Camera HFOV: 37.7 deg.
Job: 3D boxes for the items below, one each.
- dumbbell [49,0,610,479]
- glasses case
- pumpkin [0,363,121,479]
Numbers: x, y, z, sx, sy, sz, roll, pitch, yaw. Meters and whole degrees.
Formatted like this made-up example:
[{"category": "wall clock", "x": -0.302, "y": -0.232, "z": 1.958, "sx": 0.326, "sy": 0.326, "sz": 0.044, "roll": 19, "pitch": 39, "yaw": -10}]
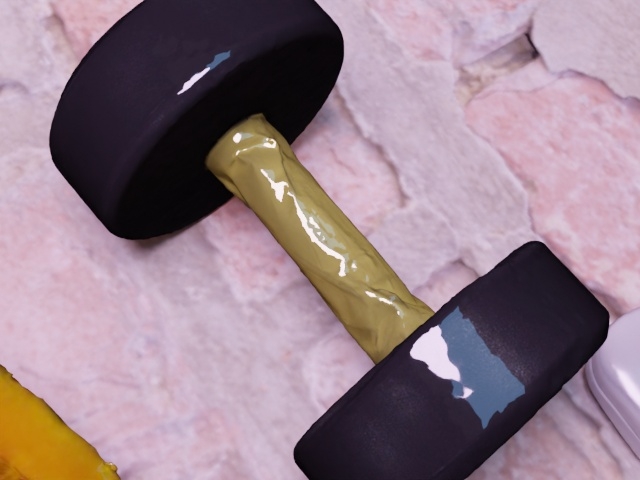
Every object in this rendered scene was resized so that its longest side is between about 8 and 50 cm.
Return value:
[{"category": "dumbbell", "x": 0.000, "y": 0.000, "z": 0.591, "sx": 0.203, "sy": 0.204, "sz": 0.322, "roll": -37, "pitch": 78, "yaw": -22}, {"category": "glasses case", "x": 0.281, "y": 0.150, "z": 0.653, "sx": 0.092, "sy": 0.059, "sz": 0.233, "roll": -34, "pitch": 77, "yaw": -19}, {"category": "pumpkin", "x": -0.199, "y": 0.197, "z": 0.534, "sx": 0.169, "sy": 0.148, "sz": 0.312, "roll": 9, "pitch": 69, "yaw": -48}]
